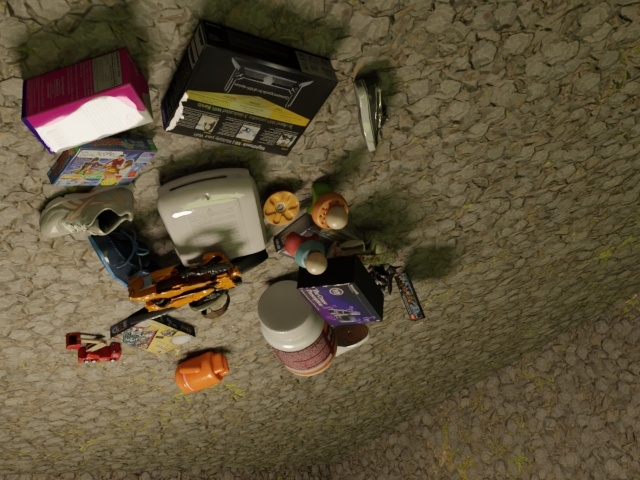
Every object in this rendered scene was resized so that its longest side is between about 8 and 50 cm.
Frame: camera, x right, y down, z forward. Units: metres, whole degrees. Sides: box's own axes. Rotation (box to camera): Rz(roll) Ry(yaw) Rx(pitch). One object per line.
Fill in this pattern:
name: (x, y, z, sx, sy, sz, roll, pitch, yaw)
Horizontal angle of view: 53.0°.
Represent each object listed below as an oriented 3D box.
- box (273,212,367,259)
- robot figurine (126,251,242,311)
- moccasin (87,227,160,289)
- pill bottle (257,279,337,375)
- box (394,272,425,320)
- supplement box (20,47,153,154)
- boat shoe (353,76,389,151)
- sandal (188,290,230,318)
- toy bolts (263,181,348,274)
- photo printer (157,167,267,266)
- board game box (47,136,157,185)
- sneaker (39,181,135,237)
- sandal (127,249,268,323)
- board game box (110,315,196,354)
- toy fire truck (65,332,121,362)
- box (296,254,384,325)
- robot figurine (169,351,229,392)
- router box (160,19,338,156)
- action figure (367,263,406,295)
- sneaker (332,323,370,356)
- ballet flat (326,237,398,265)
box: (0.000, 0.000, 1.949, 0.183, 0.056, 0.231, -38, 142, 27)
robot figurine: (-0.353, 0.109, 1.717, 0.291, 0.085, 0.211, -17, 159, 1)
moccasin: (-0.519, 0.035, 1.722, 0.117, 0.138, 0.342, -30, 167, -9)
pill bottle: (-0.079, 0.305, 2.225, 0.224, 0.224, 0.392, -18, 148, 2)
box: (0.313, 0.200, 2.235, 0.044, 0.159, 0.233, -21, 168, 8)
supplement box: (-0.458, -0.274, 1.269, 0.220, 0.114, 0.111, -16, 147, 2)
boat shoe: (0.129, -0.297, 1.534, 0.070, 0.078, 0.219, -15, 146, 0)
sandal: (-0.319, 0.191, 1.960, 0.120, 0.086, 0.303, -28, 176, -3)
toy bolts: (-0.038, -0.022, 1.721, 0.218, 0.158, 0.228, -2, 118, -21)
photo printer: (-0.279, -0.065, 1.674, 0.256, 0.107, 0.307, -13, 148, -5)
board game box: (-0.479, -0.174, 1.421, 0.136, 0.035, 0.201, -39, 162, 31)
sneaker: (-0.565, -0.055, 1.547, 0.262, 0.121, 0.099, -24, 146, 12)
sandal: (-0.370, 0.106, 1.890, 0.446, 0.107, 0.167, -28, -172, -4)
board game box: (-0.566, 0.313, 2.182, 0.165, 0.042, 0.243, -28, 146, 17)
toy fire truck: (-0.761, 0.362, 2.162, 0.192, 0.047, 0.135, 3, 142, -29)
box: (0.066, 0.156, 1.935, 0.184, 0.103, 0.261, -10, 145, 21)
robot figurine: (-0.459, 0.501, 2.441, 0.219, 0.128, 0.158, -23, -170, 10)
router box: (-0.154, -0.312, 1.377, 0.309, 0.081, 0.243, 8, 140, -33)
action figure: (0.141, 0.107, 2.088, 0.275, 0.164, 0.141, -10, 153, -1)
sneaker: (0.083, 0.399, 2.567, 0.290, 0.106, 0.123, -20, 153, 25)
ballet flat: (0.135, 0.032, 1.936, 0.241, 0.091, 0.077, -5, 128, -23)
